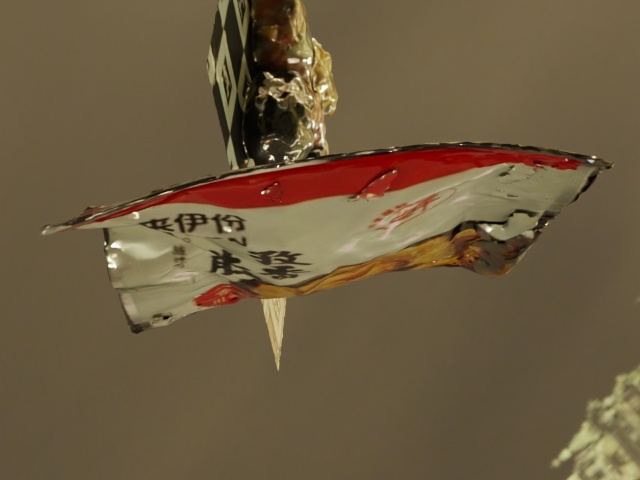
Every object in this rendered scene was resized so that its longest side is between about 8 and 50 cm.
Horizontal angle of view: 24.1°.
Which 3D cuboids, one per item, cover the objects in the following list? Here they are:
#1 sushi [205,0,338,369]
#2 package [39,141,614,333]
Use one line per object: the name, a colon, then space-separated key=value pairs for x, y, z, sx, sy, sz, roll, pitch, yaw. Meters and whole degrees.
sushi: x=-0.025 y=-0.124 z=1.393 sx=0.064 sy=0.343 sz=0.359 roll=-4 pitch=-140 yaw=8
package: x=0.000 y=0.000 z=0.497 sx=0.154 sy=0.239 sz=0.030 roll=-9 pitch=-100 yaw=-1
